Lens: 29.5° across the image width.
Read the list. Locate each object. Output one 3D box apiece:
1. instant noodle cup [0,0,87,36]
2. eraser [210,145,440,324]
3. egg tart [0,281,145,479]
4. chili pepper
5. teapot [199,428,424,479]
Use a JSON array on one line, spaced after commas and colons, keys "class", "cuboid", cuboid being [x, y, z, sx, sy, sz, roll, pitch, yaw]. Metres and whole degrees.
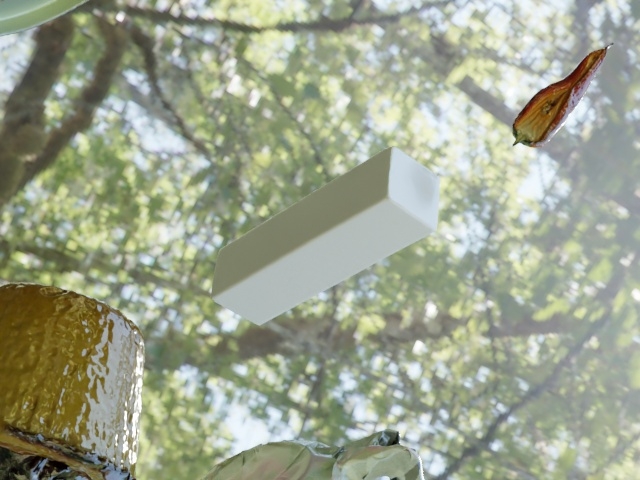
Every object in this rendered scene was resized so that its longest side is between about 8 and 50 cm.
[{"class": "instant noodle cup", "cuboid": [-0.251, -0.281, 0.948, 0.234, 0.234, 0.179, -34, -96, 34]}, {"class": "eraser", "cuboid": [0.000, 0.001, 1.371, 0.298, 0.078, 0.076, -29, -140, 40]}, {"class": "egg tart", "cuboid": [-0.246, 0.138, 1.048, 0.215, 0.215, 0.171, -16, -126, 45]}, {"class": "chili pepper", "cuboid": [0.266, -0.159, 1.345, 0.045, 0.027, 0.178, 36, -107, 19]}, {"class": "teapot", "cuboid": [-0.011, 0.280, 1.145, 0.221, 0.178, 0.163, -30, -160, -26]}]
